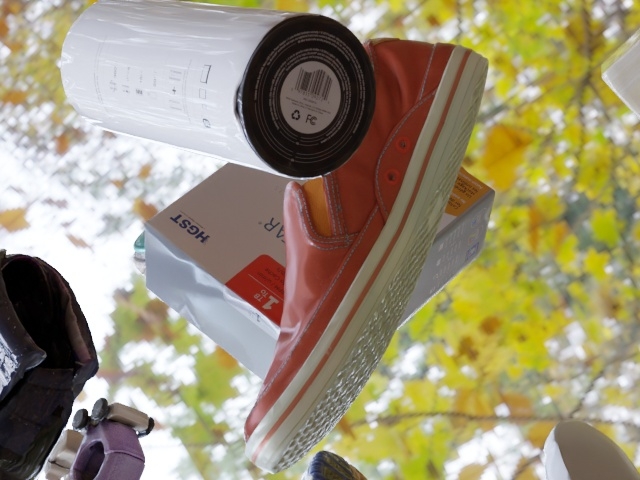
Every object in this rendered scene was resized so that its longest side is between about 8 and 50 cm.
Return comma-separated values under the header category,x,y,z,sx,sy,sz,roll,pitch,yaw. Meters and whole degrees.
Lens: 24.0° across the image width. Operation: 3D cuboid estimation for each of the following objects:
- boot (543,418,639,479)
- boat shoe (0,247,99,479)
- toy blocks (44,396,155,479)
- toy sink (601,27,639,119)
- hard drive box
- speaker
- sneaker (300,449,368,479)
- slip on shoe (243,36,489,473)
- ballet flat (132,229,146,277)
category,x,y,z,sx,sy,sz,roll,pitch,yaw
boot,0.200,0.253,1.224,0.095,0.123,0.258,29,-158,-6
boat shoe,-0.273,0.046,1.187,0.127,0.158,0.340,13,-150,-44
toy blocks,-0.356,0.266,1.356,0.309,0.289,0.260,27,-132,-34
toy sink,0.278,-0.050,0.850,0.234,0.131,0.153,46,-166,0
hard drive box,0.000,0.000,1.241,0.181,0.089,0.232,35,-124,22
speaker,-0.042,-0.058,0.539,0.055,0.136,0.055,-8,-76,-33
sneaker,-0.003,0.325,1.508,0.112,0.131,0.296,36,-161,-14
slip on shoe,0.016,0.003,1.033,0.101,0.123,0.331,19,-108,11
ballet flat,-0.064,0.017,1.625,0.107,0.316,0.106,-47,-60,-42
